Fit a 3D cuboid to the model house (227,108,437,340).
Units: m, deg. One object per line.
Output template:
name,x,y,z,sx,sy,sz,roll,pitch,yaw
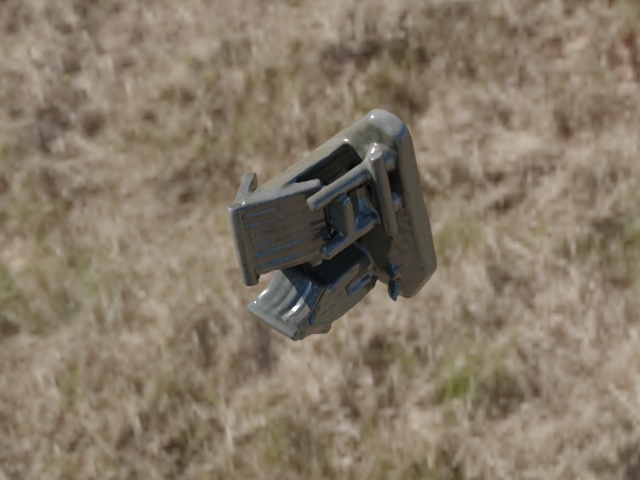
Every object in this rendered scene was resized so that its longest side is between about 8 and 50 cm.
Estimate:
model house,0.000,-0.006,1.716,0.188,0.229,0.122,-31,43,-23
